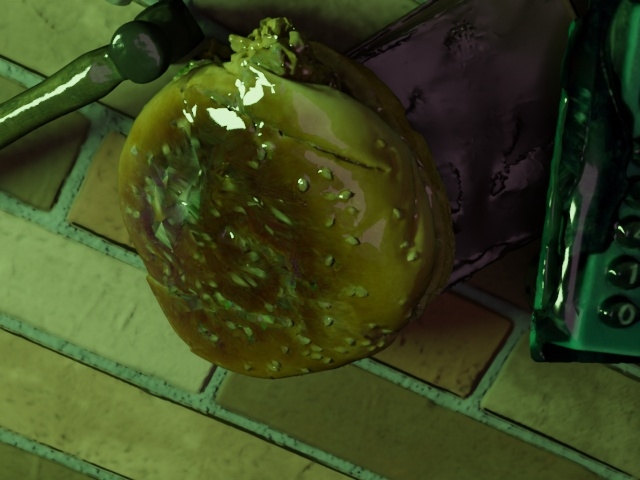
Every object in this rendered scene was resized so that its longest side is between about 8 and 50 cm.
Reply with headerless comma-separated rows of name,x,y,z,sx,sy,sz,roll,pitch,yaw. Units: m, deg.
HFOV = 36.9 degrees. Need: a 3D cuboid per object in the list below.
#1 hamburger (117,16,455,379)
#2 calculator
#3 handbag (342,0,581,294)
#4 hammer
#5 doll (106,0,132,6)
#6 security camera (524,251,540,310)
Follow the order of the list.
hamburger,-0.024,-0.024,0.682,0.243,0.146,0.286,28,128,14
calculator,0.273,-0.031,0.722,0.248,0.058,0.274,9,91,-29
handbag,0.117,-0.088,0.754,0.216,0.074,0.203,-31,107,8
hammer,-0.281,-0.063,0.707,0.440,0.168,0.044,-24,107,13
doll,-0.073,-0.318,0.575,0.423,0.161,0.348,-6,138,15
security camera,0.227,0.042,0.819,0.092,0.058,0.058,8,108,-15
